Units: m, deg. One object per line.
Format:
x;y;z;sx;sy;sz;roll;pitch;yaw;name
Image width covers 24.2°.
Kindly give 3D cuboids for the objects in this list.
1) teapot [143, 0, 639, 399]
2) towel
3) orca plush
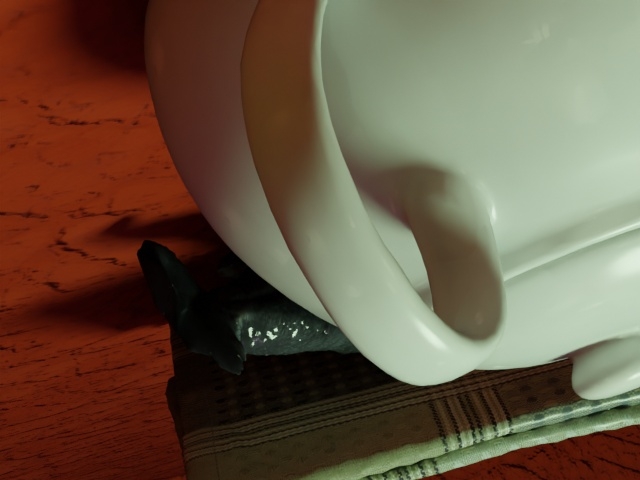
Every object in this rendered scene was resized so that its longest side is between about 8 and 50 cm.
0.068;-0.035;0.518;0.256;0.187;0.252;-15;167;-19;teapot
0.057;0.085;0.984;0.324;0.056;0.312;-13;-161;-4;towel
0.000;0.000;0.894;0.151;0.102;0.287;27;-165;35;orca plush
